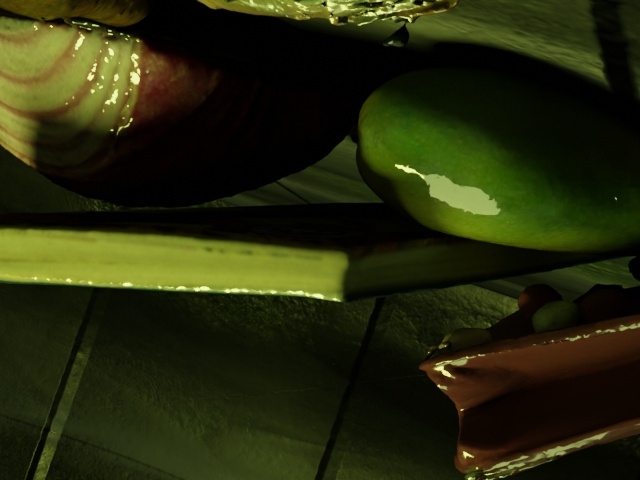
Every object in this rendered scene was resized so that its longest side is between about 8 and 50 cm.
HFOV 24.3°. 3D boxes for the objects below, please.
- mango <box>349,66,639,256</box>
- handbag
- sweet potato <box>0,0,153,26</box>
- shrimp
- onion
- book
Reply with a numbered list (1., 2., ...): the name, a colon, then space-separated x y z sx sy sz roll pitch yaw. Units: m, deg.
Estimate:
1. mango: 0.107 -0.032 0.758 0.191 0.086 0.122 18 167 -21
2. handbag: 0.175 0.046 0.787 0.203 0.074 0.216 -18 -178 28
3. sweet potato: -0.133 -0.136 0.694 0.067 0.067 0.274 18 -178 17
4. shrimp: -0.027 -0.115 0.589 0.190 0.042 0.101 19 169 29
5. onion: -0.102 -0.075 0.934 0.250 0.111 0.247 15 -176 44
6. book: 0.000 0.000 0.945 0.300 0.039 0.428 2 -176 31
